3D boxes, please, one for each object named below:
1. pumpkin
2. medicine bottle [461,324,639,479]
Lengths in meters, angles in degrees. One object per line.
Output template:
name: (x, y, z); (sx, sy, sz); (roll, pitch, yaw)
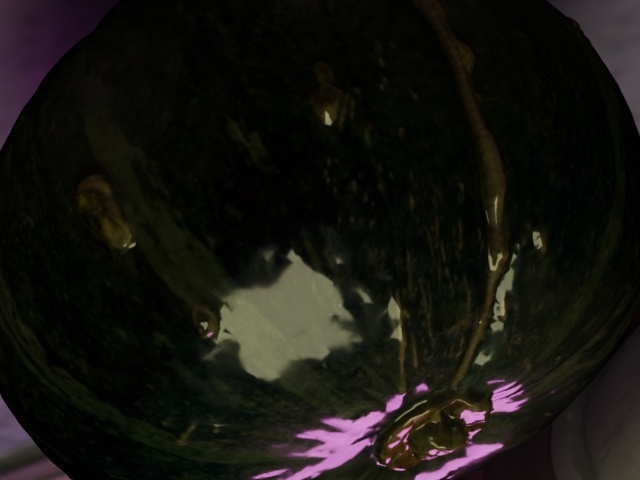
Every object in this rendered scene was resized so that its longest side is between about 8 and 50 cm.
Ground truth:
pumpkin: (-0.001, 0.000, 0.438); (0.190, 0.146, 0.190); (-8, 141, -6)
medicine bottle: (0.122, 0.124, 0.636); (0.147, 0.147, 0.247); (4, 140, -19)
